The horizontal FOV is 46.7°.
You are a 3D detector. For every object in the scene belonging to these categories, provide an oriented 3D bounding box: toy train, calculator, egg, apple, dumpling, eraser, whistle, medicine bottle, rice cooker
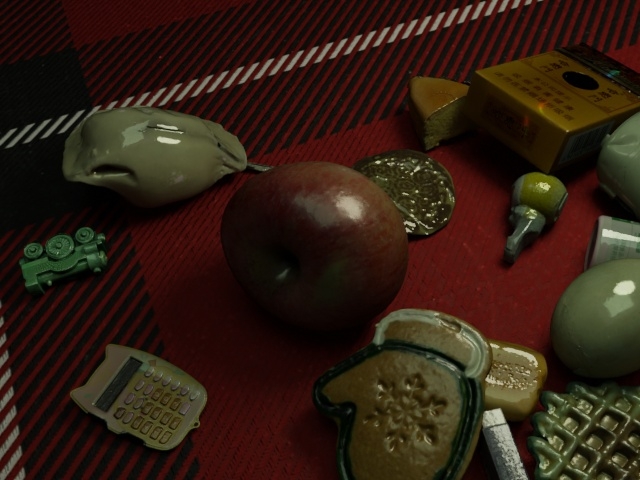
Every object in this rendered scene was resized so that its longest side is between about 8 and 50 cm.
[{"bbox_3d":[-0.519,0.040,1.507,0.178,0.071,0.104,-18,60,-10],"label":"toy train"},{"bbox_3d":[-0.316,0.283,1.323,0.237,0.033,0.157,23,55,17],"label":"calculator"},{"bbox_3d":[0.516,0.133,1.296,0.253,0.186,0.186,-42,59,-10],"label":"egg"},{"bbox_3d":[0.000,0.000,1.363,0.345,0.344,0.269,26,36,22],"label":"apple"},{"bbox_3d":[-0.365,-0.219,1.616,0.395,0.233,0.315,-8,47,-22],"label":"dumpling"},{"bbox_3d":[0.297,0.382,1.172,0.046,0.091,0.212,-11,50,-4],"label":"eraser"},{"bbox_3d":[0.422,-0.056,1.516,0.123,0.123,0.223,26,72,22],"label":"whistle"},{"bbox_3d":[0.652,0.042,1.403,0.274,0.133,0.133,12,53,12],"label":"medicine bottle"},{"bbox_3d":[0.700,-0.133,1.496,0.226,0.226,0.244,-25,53,-17],"label":"rice cooker"}]

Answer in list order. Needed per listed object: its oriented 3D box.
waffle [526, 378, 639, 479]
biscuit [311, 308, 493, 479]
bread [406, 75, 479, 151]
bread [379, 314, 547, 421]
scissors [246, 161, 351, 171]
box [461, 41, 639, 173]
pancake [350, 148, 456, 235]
[{"bbox_3d":[0.492,0.359,1.200,0.310,0.056,0.291,-5,51,-2],"label":"waffle"},{"bbox_3d":[0.121,0.270,1.215,0.288,0.057,0.343,16,75,21],"label":"biscuit"},{"bbox_3d":[0.289,-0.309,1.708,0.160,0.140,0.169,-14,51,-1],"label":"bread"},{"bbox_3d":[0.233,0.227,1.299,0.305,0.091,0.141,13,69,13],"label":"bread"},{"bbox_3d":[-0.061,-0.150,1.665,0.300,0.022,0.109,13,50,11],"label":"scissors"},{"bbox_3d":[0.547,-0.304,1.635,0.416,0.115,0.264,-21,49,-33],"label":"box"},{"bbox_3d":[0.176,-0.110,1.604,0.250,0.031,0.250,2,50,-3],"label":"pancake"}]
